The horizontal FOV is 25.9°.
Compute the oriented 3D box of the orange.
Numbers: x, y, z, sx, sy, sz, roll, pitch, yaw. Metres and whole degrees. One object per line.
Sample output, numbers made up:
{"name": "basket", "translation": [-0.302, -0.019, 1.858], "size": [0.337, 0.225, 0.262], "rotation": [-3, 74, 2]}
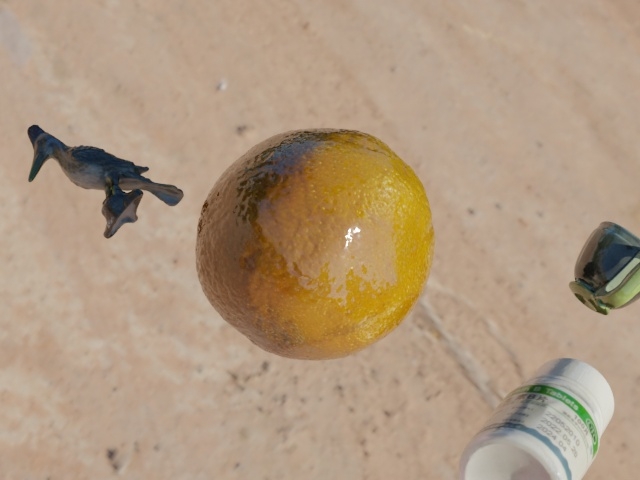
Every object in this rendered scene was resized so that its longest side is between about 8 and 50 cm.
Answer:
{"name": "orange", "translation": [0.000, 0.000, 1.494], "size": [0.264, 0.264, 0.264], "rotation": [24, 37, -20]}

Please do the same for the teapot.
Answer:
{"name": "teapot", "translation": [0.320, 0.034, 1.532], "size": [0.092, 0.091, 0.124], "rotation": [39, -9, 18]}

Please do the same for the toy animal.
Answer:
{"name": "toy animal", "translation": [-0.273, -0.081, 1.677], "size": [0.202, 0.070, 0.105], "rotation": [30, 45, 9]}

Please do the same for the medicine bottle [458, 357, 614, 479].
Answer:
{"name": "medicine bottle", "translation": [0.274, 0.244, 1.714], "size": [0.139, 0.139, 0.237], "rotation": [43, 37, 7]}
